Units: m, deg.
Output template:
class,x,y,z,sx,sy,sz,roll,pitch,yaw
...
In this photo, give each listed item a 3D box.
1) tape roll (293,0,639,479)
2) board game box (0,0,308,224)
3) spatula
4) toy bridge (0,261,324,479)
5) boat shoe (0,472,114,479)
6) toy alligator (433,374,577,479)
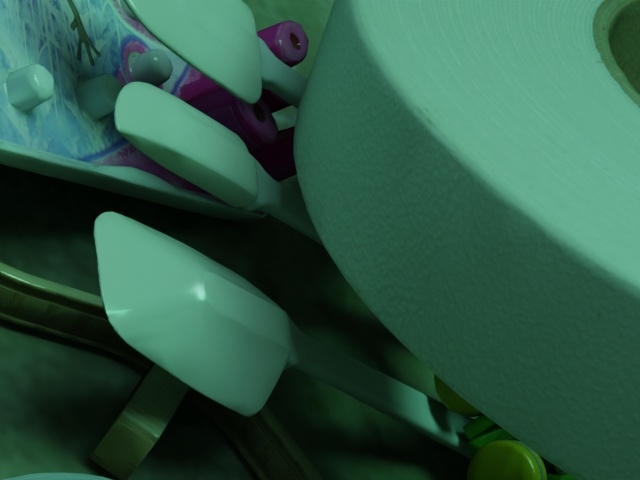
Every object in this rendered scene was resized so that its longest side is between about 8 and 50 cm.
class,x,y,z,sx,sy,sz,roll,pitch,yaw
tape roll,0.184,-0.013,0.698,0.392,0.072,0.392,14,29,-8
board game box,-0.146,-0.220,0.669,0.390,0.050,0.390,15,58,-58
spatula,0.000,0.000,0.708,0.242,0.019,0.168,32,41,-47
toy bridge,-0.057,0.054,0.656,0.188,0.026,0.063,36,30,-3
boat shoe,-0.145,0.123,0.419,0.113,0.105,0.306,47,27,21
toy alligator,0.074,0.042,0.726,0.056,0.051,0.190,10,59,-58
